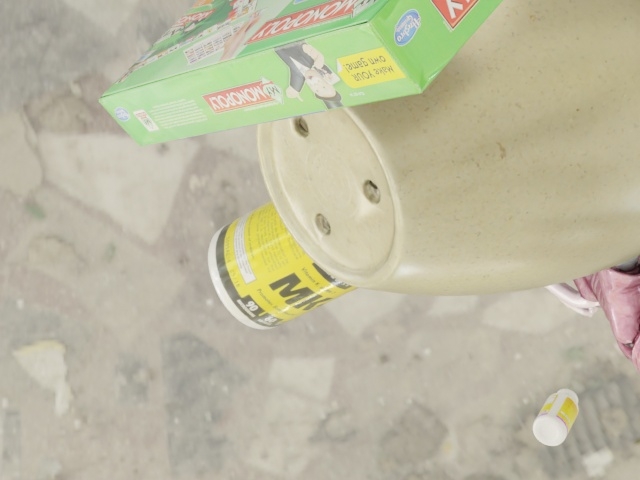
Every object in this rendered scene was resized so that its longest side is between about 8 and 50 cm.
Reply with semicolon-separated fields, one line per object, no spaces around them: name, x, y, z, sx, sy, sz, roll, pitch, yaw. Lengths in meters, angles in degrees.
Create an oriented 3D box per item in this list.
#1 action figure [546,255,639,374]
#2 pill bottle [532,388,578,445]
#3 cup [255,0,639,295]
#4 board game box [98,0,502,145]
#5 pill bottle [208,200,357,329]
action figure;0.325;0.046;1.436;0.248;0.370;0.276;25;119;-25
pill bottle;0.300;0.221;1.704;0.043;0.083;0.043;12;119;23
cup;0.093;-0.086;1.039;0.237;0.331;0.331;-28;126;-31
board game box;0.015;-0.152;0.779;0.046;0.317;0.213;49;66;-21
pill bottle;0.000;0.000;1.334;0.208;0.119;0.119;-28;125;33
